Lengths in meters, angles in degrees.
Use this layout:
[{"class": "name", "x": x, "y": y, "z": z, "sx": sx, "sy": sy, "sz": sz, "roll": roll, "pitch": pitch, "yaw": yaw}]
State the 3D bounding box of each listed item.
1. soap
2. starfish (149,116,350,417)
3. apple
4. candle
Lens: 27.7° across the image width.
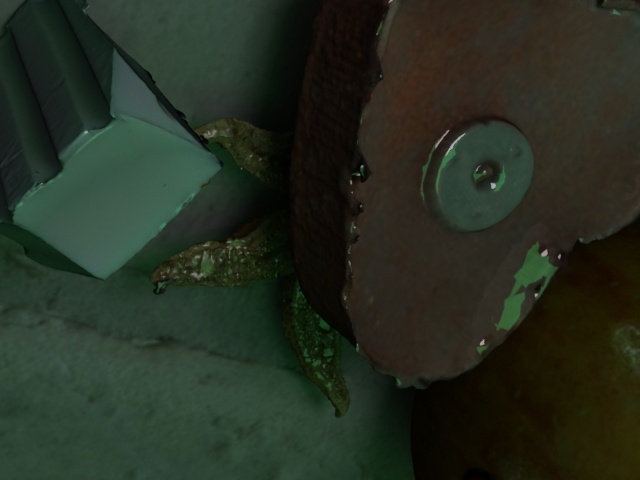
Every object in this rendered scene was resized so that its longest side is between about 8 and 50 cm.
[{"class": "soap", "x": -0.159, "y": -0.064, "z": 0.819, "sx": 0.145, "sy": 0.230, "sz": 0.091, "roll": -45, "pitch": 126, "yaw": 8}, {"class": "starfish", "x": -0.002, "y": -0.002, "z": 1.025, "sx": 0.302, "sy": 0.060, "sz": 0.299, "roll": 14, "pitch": 110, "yaw": -36}, {"class": "apple", "x": 0.264, "y": 0.157, "z": 1.089, "sx": 0.400, "sy": 0.333, "sz": 0.400, "roll": -23, "pitch": 143, "yaw": -19}, {"class": "candle", "x": 0.088, "y": -0.074, "z": 0.920, "sx": 0.317, "sy": 0.131, "sz": 0.287, "roll": -48, "pitch": 129, "yaw": -7}]
